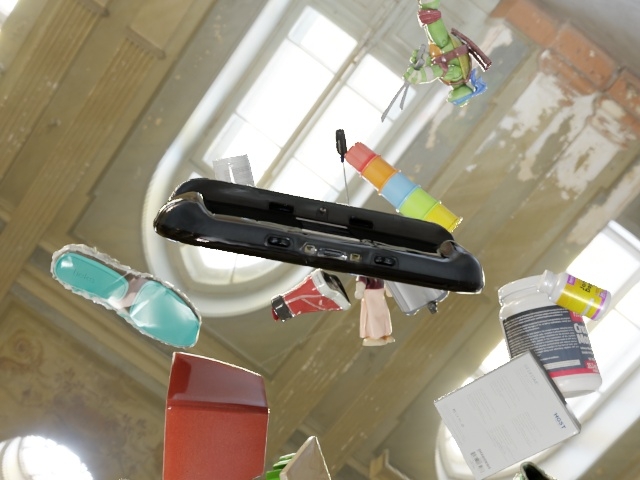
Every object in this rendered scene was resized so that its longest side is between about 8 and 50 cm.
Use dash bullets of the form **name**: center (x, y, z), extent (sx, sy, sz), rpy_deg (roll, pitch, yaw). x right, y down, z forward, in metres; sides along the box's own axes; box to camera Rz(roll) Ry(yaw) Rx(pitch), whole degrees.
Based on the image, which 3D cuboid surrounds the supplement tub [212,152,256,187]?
- **supplement tub**: center (-0.157, -0.104, 1.072), extent (0.071, 0.071, 0.107), rpy_deg (-71, -29, -78)

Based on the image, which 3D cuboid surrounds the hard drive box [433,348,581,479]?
- **hard drive box**: center (0.386, 0.361, 1.196), extent (0.181, 0.232, 0.089), rpy_deg (62, -161, 19)

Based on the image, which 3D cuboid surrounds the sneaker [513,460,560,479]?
- **sneaker**: center (0.621, 0.688, 1.609), extent (0.410, 0.158, 0.182), rpy_deg (78, 166, -84)

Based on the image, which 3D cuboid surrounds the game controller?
- **game controller**: center (0.000, 0.000, 0.577), extent (0.319, 0.067, 0.166), rpy_deg (10, -162, -8)

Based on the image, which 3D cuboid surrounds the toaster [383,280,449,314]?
- **toaster**: center (0.198, 0.059, 1.276), extent (0.146, 0.129, 0.227), rpy_deg (54, -161, -16)

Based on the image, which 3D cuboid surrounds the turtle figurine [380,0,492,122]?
- **turtle figurine**: center (0.204, -0.402, 1.230), extent (0.274, 0.266, 0.198), rpy_deg (0, -158, 45)

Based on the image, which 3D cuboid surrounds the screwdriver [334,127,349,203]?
- **screwdriver**: center (0.042, -0.139, 1.113), extent (0.025, 0.170, 0.024), rpy_deg (-9, -143, -7)

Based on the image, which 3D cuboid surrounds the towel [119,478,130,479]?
- **towel**: center (-0.470, 0.811, 1.632), extent (0.282, 0.187, 0.049), rpy_deg (21, -161, 8)

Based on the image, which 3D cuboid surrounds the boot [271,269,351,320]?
- **boot**: center (-0.027, 0.159, 1.466), extent (0.088, 0.176, 0.244), rpy_deg (64, -168, 25)

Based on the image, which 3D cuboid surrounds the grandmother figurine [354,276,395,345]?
- **grandmother figurine**: center (0.161, 0.149, 1.782), extent (0.104, 0.342, 0.208), rpy_deg (-6, 176, 25)

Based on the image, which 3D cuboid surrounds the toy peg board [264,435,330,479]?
- **toy peg board**: center (-0.044, 0.488, 1.094), extent (0.161, 0.079, 0.161), rpy_deg (-17, -91, -70)

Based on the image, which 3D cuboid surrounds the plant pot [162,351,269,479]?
- **plant pot**: center (-0.255, 0.451, 1.410), extent (0.235, 0.267, 0.267), rpy_deg (3, -166, -12)

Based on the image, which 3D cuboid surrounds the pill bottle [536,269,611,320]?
- **pill bottle**: center (0.328, 0.069, 0.746), extent (0.083, 0.043, 0.043), rpy_deg (24, -171, 14)

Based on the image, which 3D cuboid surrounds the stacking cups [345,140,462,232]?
- **stacking cups**: center (0.193, -0.125, 1.379), extent (0.316, 0.096, 0.096), rpy_deg (44, -167, 11)

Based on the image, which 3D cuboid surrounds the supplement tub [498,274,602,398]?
- **supplement tub**: center (0.542, 0.237, 1.378), extent (0.191, 0.191, 0.272), rpy_deg (24, -128, -49)

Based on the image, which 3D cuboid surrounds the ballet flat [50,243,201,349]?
- **ballet flat**: center (-0.477, 0.126, 1.463), extent (0.409, 0.147, 0.147), rpy_deg (34, -168, -13)
